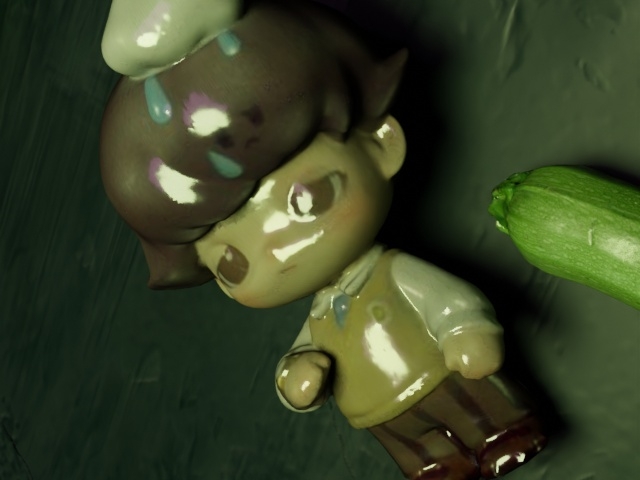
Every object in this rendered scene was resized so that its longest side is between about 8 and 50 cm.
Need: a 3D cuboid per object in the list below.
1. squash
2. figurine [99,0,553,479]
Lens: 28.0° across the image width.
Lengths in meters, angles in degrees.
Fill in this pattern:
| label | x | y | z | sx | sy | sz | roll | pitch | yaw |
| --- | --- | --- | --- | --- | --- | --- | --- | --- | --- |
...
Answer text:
| label | x | y | z | sx | sy | sz | roll | pitch | yaw |
| --- | --- | --- | --- | --- | --- | --- | --- | --- | --- |
| squash | 0.193 | 0.009 | 0.761 | 0.219 | 0.068 | 0.077 | 27 | 144 | 35 |
| figurine | -0.012 | 0.011 | 0.843 | 0.218 | 0.206 | 0.365 | -41 | 70 | 49 |
